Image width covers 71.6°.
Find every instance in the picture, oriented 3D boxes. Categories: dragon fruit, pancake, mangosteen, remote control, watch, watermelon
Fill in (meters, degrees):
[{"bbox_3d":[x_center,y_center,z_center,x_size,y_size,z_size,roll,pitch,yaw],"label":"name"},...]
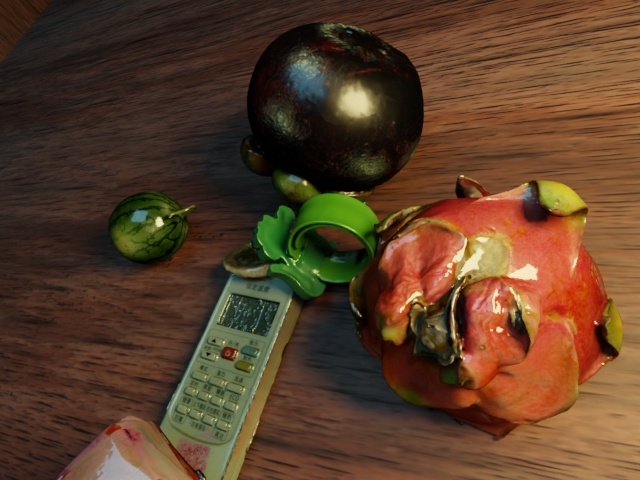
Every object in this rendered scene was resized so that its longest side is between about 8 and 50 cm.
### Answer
[{"bbox_3d":[0.175,0.054,0.512,0.305,0.226,0.306,-15,54,21],"label":"dragon fruit"},{"bbox_3d":[-0.102,0.023,0.763,0.139,0.022,0.139,-13,25,6],"label":"pancake"},{"bbox_3d":[0.021,-0.197,0.738,0.300,0.300,0.300,-13,54,19],"label":"mangosteen"},{"bbox_3d":[-0.140,0.207,0.678,0.145,0.050,0.344,6,61,29],"label":"remote control"},{"bbox_3d":[0.000,0.000,0.658,0.152,0.165,0.131,-32,25,40],"label":"watch"},{"bbox_3d":[-0.317,-0.031,0.868,0.187,0.141,0.141,-17,53,12],"label":"watermelon"}]

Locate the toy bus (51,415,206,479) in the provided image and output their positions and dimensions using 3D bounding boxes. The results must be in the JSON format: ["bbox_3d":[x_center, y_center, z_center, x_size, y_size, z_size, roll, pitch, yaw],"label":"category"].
[{"bbox_3d":[-0.289,0.354,0.511,0.127,0.147,0.302,40,75,23],"label":"toy bus"}]
